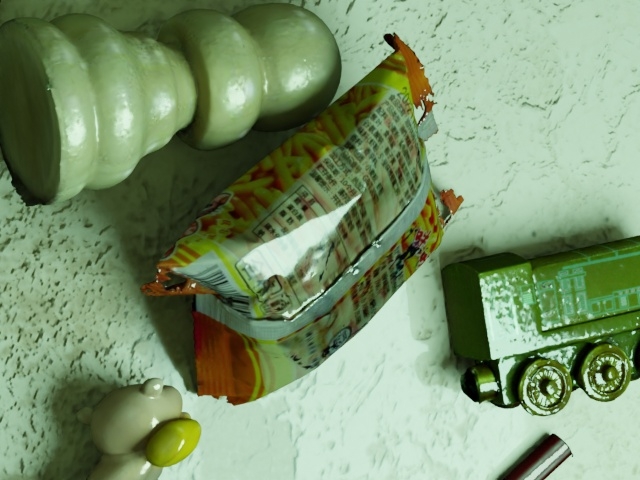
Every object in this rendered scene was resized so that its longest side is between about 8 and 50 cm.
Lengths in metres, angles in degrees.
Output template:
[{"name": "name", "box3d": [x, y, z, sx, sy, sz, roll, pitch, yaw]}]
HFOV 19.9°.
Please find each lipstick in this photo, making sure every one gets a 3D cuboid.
[{"name": "lipstick", "box3d": [0.144, 0.231, 1.559, 0.176, 0.027, 0.027, -40, 108, -13]}]

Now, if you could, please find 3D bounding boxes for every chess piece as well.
[{"name": "chess piece", "box3d": [-0.108, -0.118, 1.377, 0.261, 0.143, 0.142, -15, 100, -28]}]

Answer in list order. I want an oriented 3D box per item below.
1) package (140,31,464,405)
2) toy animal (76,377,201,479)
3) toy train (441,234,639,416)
[{"name": "package", "box3d": [0.002, 0.003, 1.409, 0.288, 0.108, 0.223, -39, 146, -14]}, {"name": "toy animal", "box3d": [-0.147, 0.151, 1.409, 0.114, 0.091, 0.082, -41, 91, 16]}, {"name": "toy train", "box3d": [0.217, 0.067, 1.542, 0.226, 0.090, 0.137, -12, 95, -22]}]
